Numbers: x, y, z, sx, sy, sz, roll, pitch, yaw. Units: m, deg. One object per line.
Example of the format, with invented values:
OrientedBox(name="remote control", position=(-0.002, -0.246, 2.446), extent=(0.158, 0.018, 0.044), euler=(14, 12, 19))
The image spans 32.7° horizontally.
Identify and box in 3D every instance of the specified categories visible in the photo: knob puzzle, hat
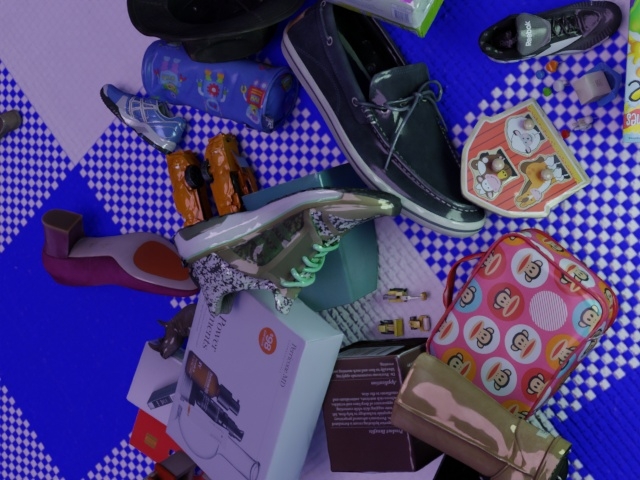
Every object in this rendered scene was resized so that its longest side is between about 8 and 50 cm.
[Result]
OrientedBox(name="knob puzzle", position=(0.310, -0.120, 1.744), extent=(0.213, 0.030, 0.213), euler=(1, 75, -5))
OrientedBox(name="hat", position=(-0.175, -0.399, 1.942), extent=(0.331, 0.331, 0.134), euler=(23, 141, 25))

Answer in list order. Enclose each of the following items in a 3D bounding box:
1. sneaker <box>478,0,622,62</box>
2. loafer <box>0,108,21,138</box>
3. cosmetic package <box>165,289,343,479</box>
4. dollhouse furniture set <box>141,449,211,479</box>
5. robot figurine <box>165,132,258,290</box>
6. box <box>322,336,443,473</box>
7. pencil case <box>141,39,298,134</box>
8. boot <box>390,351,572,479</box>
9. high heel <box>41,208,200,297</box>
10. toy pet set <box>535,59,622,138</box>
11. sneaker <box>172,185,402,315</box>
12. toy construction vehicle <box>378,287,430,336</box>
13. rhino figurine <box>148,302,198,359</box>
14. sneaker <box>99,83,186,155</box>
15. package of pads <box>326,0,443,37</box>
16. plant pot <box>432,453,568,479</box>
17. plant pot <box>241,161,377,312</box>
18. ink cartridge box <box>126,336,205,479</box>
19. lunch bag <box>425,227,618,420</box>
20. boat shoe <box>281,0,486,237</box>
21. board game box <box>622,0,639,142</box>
OrientedBox(name="sneaker", position=(0.353, -0.326, 1.717), extent=(0.234, 0.106, 0.078), euler=(-8, 93, 30))
OrientedBox(name="loafer", position=(-0.711, -0.241, 2.357), extent=(0.148, 0.050, 0.056), euler=(-30, 81, 29))
OrientedBox(name="cosmetic package", position=(-0.127, 0.258, 1.928), extent=(0.284, 0.097, 0.377), euler=(34, 119, 37))
OrientedBox(name="dollhouse furniture set", position=(-0.222, 0.529, 2.088), extent=(0.259, 0.135, 0.262), euler=(29, 127, 23))
OrientedBox(name="robot figurine", position=(-0.188, -0.046, 2.069), extent=(0.211, 0.085, 0.291), euler=(-17, 87, 30))
OrientedBox(name="box", position=(0.113, 0.282, 1.894), extent=(0.168, 0.167, 0.203), euler=(-6, 94, 30))
OrientedBox(name="pencil case", position=(-0.186, -0.284, 2.019), extent=(0.306, 0.119, 0.133), euler=(18, 118, 26))
OrientedBox(name="boot", position=(0.227, 0.338, 1.698), extent=(0.269, 0.089, 0.236), euler=(28, 98, 24))
OrientedBox(name="high heel", position=(-0.400, 0.067, 2.216), extent=(0.377, 0.127, 0.181), euler=(24, 136, 20))
OrientedBox(name="toy pet set", position=(0.418, -0.240, 1.733), extent=(0.114, 0.065, 0.122), euler=(-36, 72, 63))
OrientedBox(name="sneaker", position=(-0.041, 0.023, 1.766), extent=(0.410, 0.158, 0.182), euler=(-16, 86, 30))
OrientedBox(name="toy construction vehicle", position=(0.144, 0.129, 1.933), extent=(0.098, 0.035, 0.086), euler=(1, 97, 29))
OrientedBox(name="rhino figurine", position=(-0.231, 0.170, 2.113), extent=(0.243, 0.073, 0.106), euler=(-18, 75, 21))
OrientedBox(name="sneaker", position=(-0.348, -0.251, 2.149), extent=(0.211, 0.080, 0.081), euler=(38, 91, 19))
OrientedBox(name="package of pads", position=(0.126, -0.501, 1.763), extent=(0.229, 0.101, 0.297), euler=(24, 79, 23))
OrientedBox(name="plant pot", position=(0.305, 0.399, 1.801), extent=(0.187, 0.167, 0.188), euler=(29, 109, 23))
OrientedBox(name="plant pot", position=(0.000, 0.000, 1.930), extent=(0.165, 0.165, 0.234), euler=(-15, 94, 30))
OrientedBox(name="ink cartridge box", position=(-0.258, 0.375, 2.173), extent=(0.296, 0.066, 0.261), euler=(28, 108, 24))
OrientedBox(name="lunch bag", position=(0.311, 0.131, 1.791), extent=(0.258, 0.120, 0.293), euler=(42, 115, 19))
OrientedBox(name="boat shoe", position=(0.117, -0.218, 1.818), extent=(0.500, 0.186, 0.156), euler=(56, 131, 18))
OrientedBox(name="board game box", position=(0.535, -0.279, 1.600), extent=(0.144, 0.142, 0.275), euler=(5, 99, 29))
